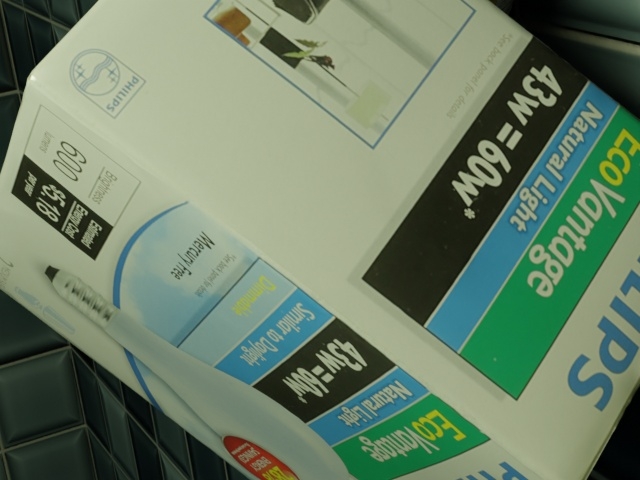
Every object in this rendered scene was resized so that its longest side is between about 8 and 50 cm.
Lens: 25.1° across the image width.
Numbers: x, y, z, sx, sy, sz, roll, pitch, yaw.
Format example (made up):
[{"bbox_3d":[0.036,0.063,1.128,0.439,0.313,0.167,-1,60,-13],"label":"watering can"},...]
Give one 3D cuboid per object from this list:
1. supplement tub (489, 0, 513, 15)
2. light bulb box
[{"bbox_3d":[0.068,-0.208,0.937,0.144,0.144,0.200,61,154,30],"label":"supplement tub"},{"bbox_3d":[0.000,0.000,0.928,0.361,0.225,0.358,38,155,-3],"label":"light bulb box"}]
